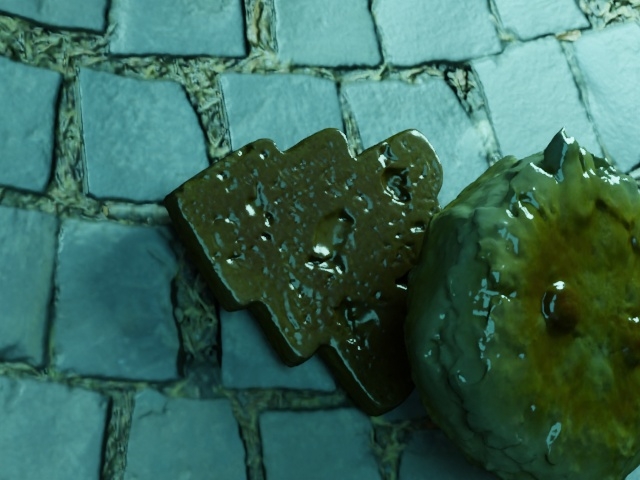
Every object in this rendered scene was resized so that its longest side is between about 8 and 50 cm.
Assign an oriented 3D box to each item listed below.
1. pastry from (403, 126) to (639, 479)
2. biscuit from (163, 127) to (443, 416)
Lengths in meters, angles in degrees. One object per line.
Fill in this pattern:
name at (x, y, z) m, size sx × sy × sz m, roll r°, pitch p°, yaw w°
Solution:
pastry at (0.202, 0.076, 1.347) m, size 0.330 × 0.136 × 0.329 m, roll 6°, pitch 81°, yaw -37°
biscuit at (-0.001, 0.000, 1.355) m, size 0.302 × 0.043 × 0.278 m, roll 21°, pitch 69°, yaw -20°
